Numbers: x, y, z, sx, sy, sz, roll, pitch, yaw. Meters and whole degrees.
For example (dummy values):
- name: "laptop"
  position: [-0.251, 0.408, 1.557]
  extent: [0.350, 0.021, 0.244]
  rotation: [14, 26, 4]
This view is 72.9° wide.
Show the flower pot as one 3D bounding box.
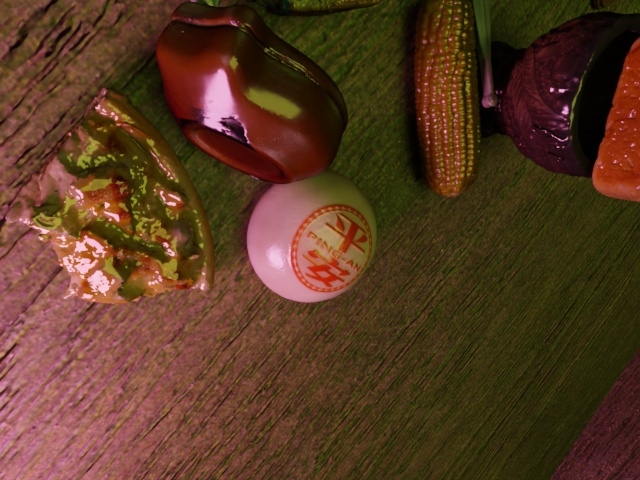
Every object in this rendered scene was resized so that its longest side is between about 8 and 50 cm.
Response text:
- name: "flower pot"
  position: [0.417, -0.271, 0.808]
  extent: [0.266, 0.267, 0.266]
  rotation: [-12, 115, -27]

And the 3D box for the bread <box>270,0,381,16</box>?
- name: "bread"
  position: [0.007, -0.348, 0.590]
  extent: [0.140, 0.128, 0.069]
  rotation: [-14, 116, -23]

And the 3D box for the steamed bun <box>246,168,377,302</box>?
- name: "steamed bun"
  position: [0.000, 0.000, 0.719]
  extent: [0.232, 0.145, 0.232]
  rotation: [-14, 116, -29]

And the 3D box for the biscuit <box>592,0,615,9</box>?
- name: "biscuit"
  position: [0.668, -0.648, 0.960]
  extent: [0.290, 0.041, 0.208]
  rotation: [-37, 124, -16]

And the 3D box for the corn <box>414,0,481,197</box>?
- name: "corn"
  position: [0.230, -0.249, 0.789]
  extent: [0.120, 0.120, 0.363]
  rotation: [-22, 116, -24]

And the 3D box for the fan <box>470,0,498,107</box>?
- name: "fan"
  position: [0.291, -0.372, 0.768]
  extent: [0.057, 0.023, 0.282]
  rotation: [-3, 86, -33]

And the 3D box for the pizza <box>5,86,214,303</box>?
- name: "pizza"
  position: [-0.265, -0.021, 0.577]
  extent: [0.223, 0.089, 0.323]
  rotation: [-32, 123, -23]

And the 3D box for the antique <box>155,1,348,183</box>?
- name: "antique"
  position: [-0.083, -0.164, 0.555]
  extent: [0.278, 0.223, 0.129]
  rotation: [44, 65, -70]

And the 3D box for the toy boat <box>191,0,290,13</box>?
- name: "toy boat"
  position: [-0.150, -0.340, 0.489]
  extent: [0.262, 0.114, 0.115]
  rotation: [38, 77, -23]

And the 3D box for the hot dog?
- name: "hot dog"
  position: [0.543, -0.187, 0.672]
  extent: [0.153, 0.150, 0.257]
  rotation: [-3, 111, -21]
